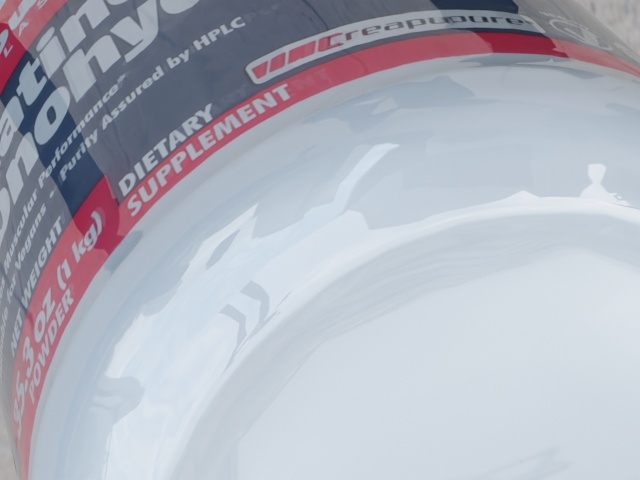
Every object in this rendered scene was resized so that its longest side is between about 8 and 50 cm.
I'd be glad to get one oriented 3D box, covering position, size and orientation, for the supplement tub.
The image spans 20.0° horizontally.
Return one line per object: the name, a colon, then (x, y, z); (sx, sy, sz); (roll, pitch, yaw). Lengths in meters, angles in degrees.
supplement tub: (0.000, 0.000, 0.498); (0.191, 0.272, 0.191); (-8, 118, -14)
